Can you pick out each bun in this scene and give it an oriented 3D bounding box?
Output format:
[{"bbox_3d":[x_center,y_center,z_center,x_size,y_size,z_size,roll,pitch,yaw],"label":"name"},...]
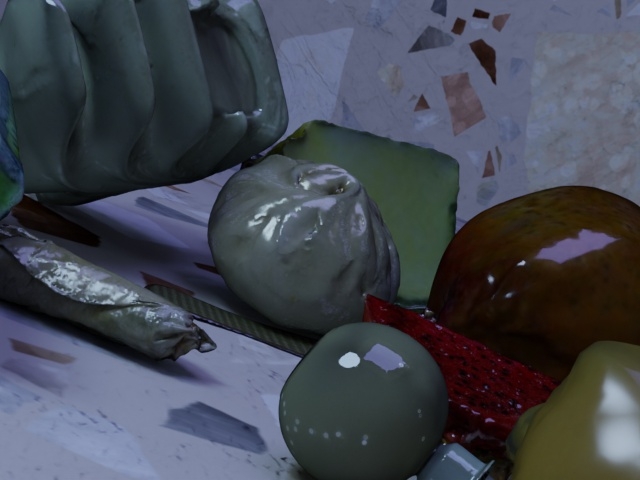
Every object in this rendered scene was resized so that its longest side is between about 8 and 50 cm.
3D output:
[{"bbox_3d":[-0.001,-0.006,1.056,0.183,0.102,0.183,25,32,-16],"label":"bun"}]

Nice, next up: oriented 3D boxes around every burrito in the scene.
[{"bbox_3d":[-0.152,0.032,0.804,0.188,0.045,0.058,24,14,8],"label":"burrito"}]

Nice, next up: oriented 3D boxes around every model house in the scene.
[{"bbox_3d":[0.000,0.000,1.267,0.194,0.170,0.211,10,-17,-26],"label":"model house"}]

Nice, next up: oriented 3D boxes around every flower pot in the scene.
[{"bbox_3d":[-0.186,-0.116,1.061,0.254,0.165,0.367,-15,-1,17],"label":"flower pot"}]

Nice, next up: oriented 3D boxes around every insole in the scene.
[{"bbox_3d":[-0.017,0.079,0.995,0.253,0.005,0.086,20,7,-9],"label":"insole"}]

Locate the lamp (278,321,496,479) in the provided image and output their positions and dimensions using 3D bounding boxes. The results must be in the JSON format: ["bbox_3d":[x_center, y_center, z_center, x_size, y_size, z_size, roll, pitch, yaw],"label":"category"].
[{"bbox_3d":[0.055,0.115,0.675,0.163,0.091,0.091,40,11,12],"label":"lamp"}]

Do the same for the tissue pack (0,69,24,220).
[{"bbox_3d":[-0.312,-0.118,0.682,0.311,0.128,0.228,43,5,-25],"label":"tissue pack"}]

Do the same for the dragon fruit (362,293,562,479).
[{"bbox_3d":[0.081,0.109,0.791,0.162,0.083,0.106,29,19,-5],"label":"dragon fruit"}]

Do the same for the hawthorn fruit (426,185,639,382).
[{"bbox_3d":[0.161,0.064,0.954,0.248,0.208,0.208,-4,21,-34],"label":"hawthorn fruit"}]

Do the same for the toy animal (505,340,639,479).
[{"bbox_3d":[0.157,0.135,0.458,0.195,0.169,0.281,-21,23,-22],"label":"toy animal"}]
